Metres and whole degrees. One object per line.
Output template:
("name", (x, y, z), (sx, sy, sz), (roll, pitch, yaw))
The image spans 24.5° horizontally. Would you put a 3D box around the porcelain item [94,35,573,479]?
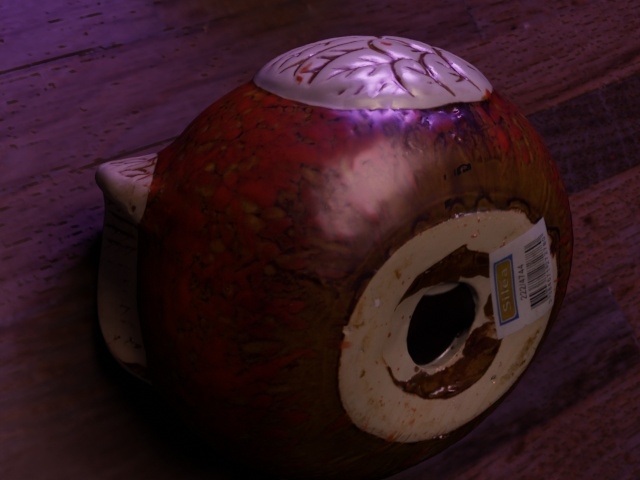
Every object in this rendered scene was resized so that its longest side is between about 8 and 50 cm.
("porcelain item", (0.000, 0.000, 0.781), (0.253, 0.253, 0.253), (15, 62, -30))
